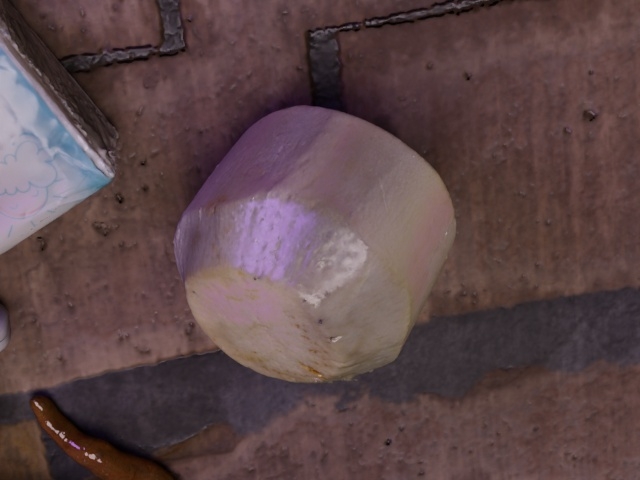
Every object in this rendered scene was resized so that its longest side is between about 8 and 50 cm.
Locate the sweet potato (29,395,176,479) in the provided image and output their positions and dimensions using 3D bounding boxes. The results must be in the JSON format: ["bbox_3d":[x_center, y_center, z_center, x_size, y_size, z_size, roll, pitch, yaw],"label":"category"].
[{"bbox_3d":[-0.207,0.205,1.471,0.179,0.044,0.044,33,107,-20],"label":"sweet potato"}]

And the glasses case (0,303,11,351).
[{"bbox_3d":[-0.374,0.088,1.377,0.193,0.074,0.049,-7,118,-3],"label":"glasses case"}]

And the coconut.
[{"bbox_3d":[0.002,-0.001,1.311,0.241,0.241,0.241,-3,115,-6],"label":"coconut"}]

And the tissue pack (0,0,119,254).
[{"bbox_3d":[-0.330,-0.068,1.286,0.271,0.124,0.201,-33,111,9],"label":"tissue pack"}]
